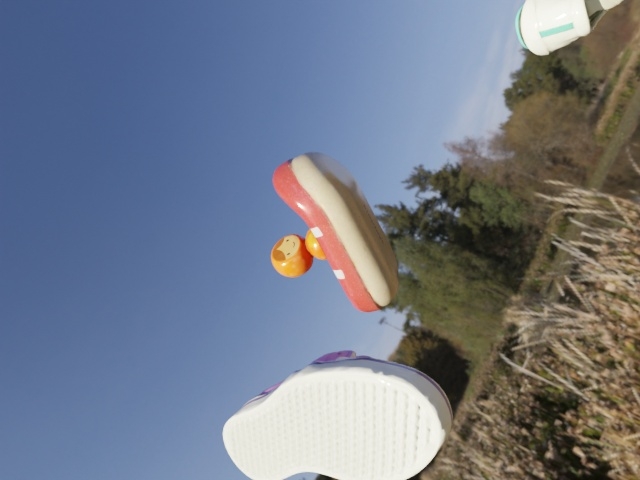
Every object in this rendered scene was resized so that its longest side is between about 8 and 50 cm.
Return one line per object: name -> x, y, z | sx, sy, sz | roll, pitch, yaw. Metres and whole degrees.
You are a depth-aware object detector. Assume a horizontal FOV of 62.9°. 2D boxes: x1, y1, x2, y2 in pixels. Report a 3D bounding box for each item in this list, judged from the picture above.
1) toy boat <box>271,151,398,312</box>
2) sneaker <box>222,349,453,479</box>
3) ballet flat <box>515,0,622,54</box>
toy boat -> 0.000, 0.000, 0.710 | 0.151, 0.231, 0.151 | -26, 13, 15
sneaker -> 0.031, 0.142, 0.501 | 0.161, 0.102, 0.282 | -26, -1, -42
ballet flat -> 0.478, -0.443, 0.856 | 0.400, 0.139, 0.139 | -46, -24, -19
